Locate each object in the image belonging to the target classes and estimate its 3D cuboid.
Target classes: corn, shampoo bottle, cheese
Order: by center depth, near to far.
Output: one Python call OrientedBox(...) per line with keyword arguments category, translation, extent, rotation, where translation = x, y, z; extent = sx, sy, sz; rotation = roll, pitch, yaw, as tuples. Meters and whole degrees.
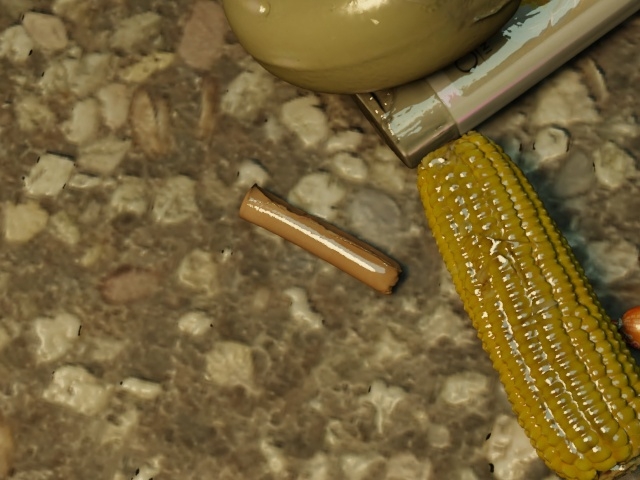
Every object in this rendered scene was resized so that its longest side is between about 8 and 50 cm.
OrientedBox(category="corn", translation=(0.126, 0.038, 0.775), extent=(0.080, 0.080, 0.231), rotation=(-27, 75, 2))
OrientedBox(category="cheese", translation=(0.034, -0.167, 0.796), extent=(0.175, 0.091, 0.202), rotation=(-49, 42, -13))
OrientedBox(category="shampoo bottle", translation=(0.125, -0.143, 0.829), extent=(0.227, 0.056, 0.086), rotation=(-35, 63, 0))

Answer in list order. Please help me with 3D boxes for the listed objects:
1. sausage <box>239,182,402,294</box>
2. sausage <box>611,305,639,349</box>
OrientedBox(category="sausage", translation=(0.000, 0.000, 0.833), extent=(0.116, 0.026, 0.026), rotation=(29, 83, 14))
OrientedBox(category="sausage", translation=(0.229, 0.056, 0.778), extent=(0.107, 0.031, 0.031), rotation=(3, 77, 10))
